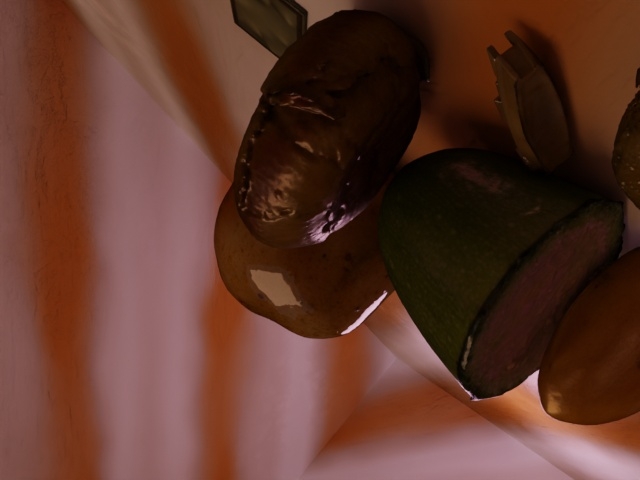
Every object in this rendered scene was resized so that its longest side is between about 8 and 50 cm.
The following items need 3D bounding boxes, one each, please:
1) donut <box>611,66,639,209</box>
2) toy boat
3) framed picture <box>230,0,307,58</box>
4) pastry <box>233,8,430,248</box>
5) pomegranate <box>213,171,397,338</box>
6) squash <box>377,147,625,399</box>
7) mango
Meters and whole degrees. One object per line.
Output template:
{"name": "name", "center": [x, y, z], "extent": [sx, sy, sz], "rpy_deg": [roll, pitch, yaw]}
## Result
{"name": "donut", "center": [0.367, -0.051, 0.559], "extent": [0.272, 0.107, 0.272], "rpy_deg": [38, 172, 7]}
{"name": "toy boat", "center": [0.233, -0.150, 0.766], "extent": [0.206, 0.064, 0.072], "rpy_deg": [50, -176, -47]}
{"name": "framed picture", "center": [-0.092, -0.376, 1.145], "extent": [0.173, 0.010, 0.231], "rpy_deg": [40, 171, 4]}
{"name": "pastry", "center": [0.016, -0.137, 0.905], "extent": [0.164, 0.356, 0.356], "rpy_deg": [29, 168, 12]}
{"name": "pomegranate", "center": [0.000, 0.000, 1.367], "extent": [0.417, 0.416, 0.416], "rpy_deg": [40, 170, 8]}
{"name": "squash", "center": [0.190, 0.004, 0.929], "extent": [0.309, 0.310, 0.310], "rpy_deg": [39, 171, 35]}
{"name": "mango", "center": [0.385, 0.142, 0.880], "extent": [0.138, 0.257, 0.187], "rpy_deg": [31, 165, 46]}
